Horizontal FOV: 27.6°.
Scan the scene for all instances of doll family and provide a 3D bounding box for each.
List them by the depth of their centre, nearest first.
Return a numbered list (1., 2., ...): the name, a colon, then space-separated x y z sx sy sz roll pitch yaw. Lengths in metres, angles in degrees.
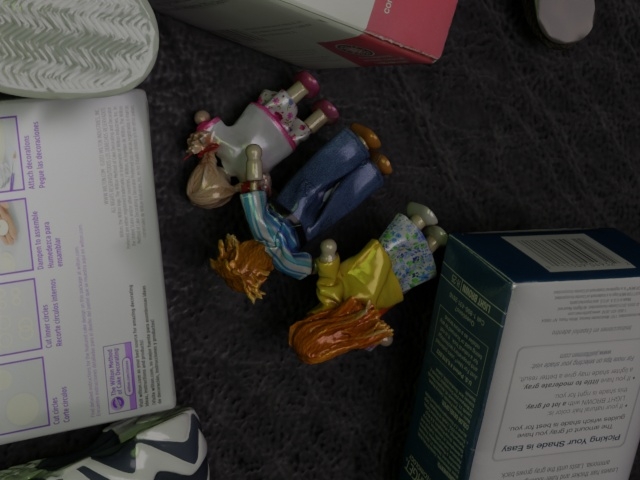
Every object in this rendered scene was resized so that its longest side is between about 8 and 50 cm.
1. doll family: 0.000 0.000 1.027 0.163 0.118 0.263 -43 113 -15

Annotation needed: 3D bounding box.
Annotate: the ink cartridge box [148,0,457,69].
1. ink cartridge box: -0.067 -0.218 0.912 0.283 0.207 0.117 17 88 -28

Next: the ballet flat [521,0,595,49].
1. ballet flat: 0.196 -0.290 1.128 0.084 0.058 0.250 -8 96 -4

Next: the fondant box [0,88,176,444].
1. fondant box: -0.278 0.026 0.905 0.330 0.096 0.238 -9 101 -26

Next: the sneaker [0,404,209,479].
1. sneaker: -0.178 0.235 0.984 0.235 0.094 0.153 -23 98 -33

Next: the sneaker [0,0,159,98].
1. sneaker: -0.250 -0.163 0.843 0.292 0.169 0.108 12 98 -11

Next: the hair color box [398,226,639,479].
1. hair color box: 0.169 0.167 1.097 0.174 0.105 0.347 -1 113 -26
